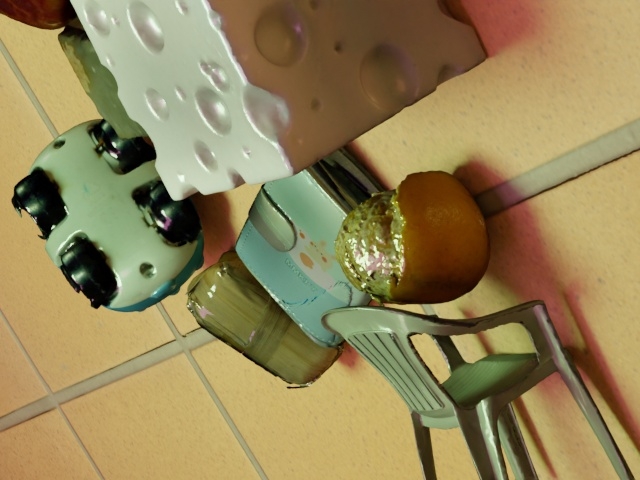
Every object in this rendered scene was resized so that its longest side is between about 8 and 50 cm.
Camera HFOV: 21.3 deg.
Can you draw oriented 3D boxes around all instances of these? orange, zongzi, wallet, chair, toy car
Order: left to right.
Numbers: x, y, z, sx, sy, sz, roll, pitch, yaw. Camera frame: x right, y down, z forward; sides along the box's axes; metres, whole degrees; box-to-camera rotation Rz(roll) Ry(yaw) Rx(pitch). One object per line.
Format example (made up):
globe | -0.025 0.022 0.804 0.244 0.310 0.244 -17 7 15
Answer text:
toy car | -0.250 -0.024 2.126 0.255 0.188 0.190 51 179 20
zongzi | -0.061 0.083 2.043 0.194 0.099 0.197 37 -168 -3
wallet | 0.000 0.000 1.851 0.176 0.075 0.250 48 150 10
orange | 0.089 -0.001 1.636 0.156 0.156 0.134 148 131 -63
chair | 0.143 0.155 1.652 0.203 0.190 0.275 -17 98 61

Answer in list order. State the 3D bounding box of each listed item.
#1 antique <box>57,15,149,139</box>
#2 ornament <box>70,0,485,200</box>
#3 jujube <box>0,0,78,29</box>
antique | -0.150 -0.190 1.840 0.284 0.125 0.150 11 132 54
ornament | -0.046 -0.202 1.537 0.239 0.239 0.240 -7 113 60
jujube | -0.372 -0.381 1.941 0.318 0.223 0.223 41 149 14
